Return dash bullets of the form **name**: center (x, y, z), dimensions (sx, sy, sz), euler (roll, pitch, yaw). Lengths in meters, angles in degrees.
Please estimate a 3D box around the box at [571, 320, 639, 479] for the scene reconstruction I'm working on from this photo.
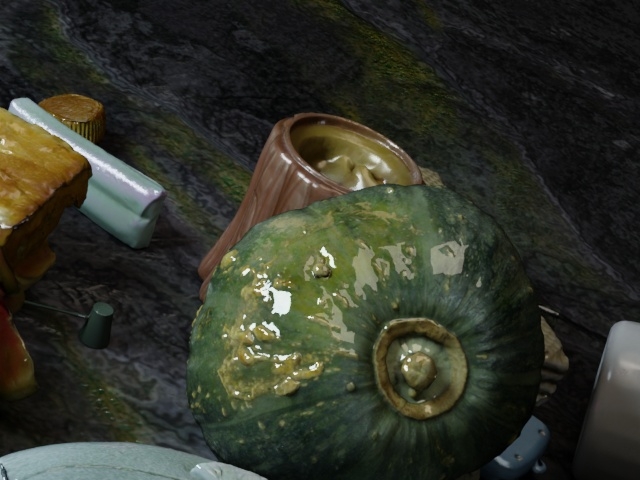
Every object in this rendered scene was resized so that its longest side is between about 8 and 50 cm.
- **box**: center (0.391, 0.172, 1.576), dimensions (0.206, 0.291, 0.262), euler (15, -12, 9)

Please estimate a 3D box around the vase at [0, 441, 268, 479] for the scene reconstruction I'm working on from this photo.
- **vase**: center (-0.054, 0.284, 1.150), dimensions (0.445, 0.250, 0.250), euler (12, 33, -25)

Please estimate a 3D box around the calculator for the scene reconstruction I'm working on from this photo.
- **calculator**: center (0.153, 0.186, 1.601), dimensions (0.210, 0.039, 0.121), euler (34, 33, 16)

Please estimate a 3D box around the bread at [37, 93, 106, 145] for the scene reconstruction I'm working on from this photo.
- **bread**: center (-0.296, -0.136, 1.769), dimensions (0.085, 0.053, 0.085), euler (8, 29, -4)

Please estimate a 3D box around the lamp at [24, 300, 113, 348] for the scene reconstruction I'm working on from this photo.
- **lamp**: center (-0.258, 0.077, 1.475), dimensions (0.121, 0.054, 0.041), euler (2, 38, -32)

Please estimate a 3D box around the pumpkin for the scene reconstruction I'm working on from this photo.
- **pumpkin**: center (0.033, 0.097, 1.391), dimensions (0.327, 0.291, 0.257), euler (-7, -1, -16)

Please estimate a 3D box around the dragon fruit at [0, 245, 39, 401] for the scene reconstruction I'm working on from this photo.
- **dragon fruit**: center (-0.397, 0.033, 1.303), dimensions (0.243, 0.307, 0.227), euler (-9, 43, 7)

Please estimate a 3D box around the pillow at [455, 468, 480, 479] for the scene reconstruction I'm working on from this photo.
- **pillow**: center (0.077, 0.257, 1.436), dimensions (0.093, 0.051, 0.241), euler (26, 34, 16)

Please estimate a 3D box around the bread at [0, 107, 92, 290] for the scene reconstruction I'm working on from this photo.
- **bread**: center (-0.411, -0.071, 1.508), dimensions (0.344, 0.149, 0.195), euler (31, 43, 9)

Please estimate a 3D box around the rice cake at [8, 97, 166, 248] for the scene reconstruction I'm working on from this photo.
- **rice cake**: center (-0.271, -0.080, 1.677), dimensions (0.221, 0.080, 0.042), euler (34, 36, 17)

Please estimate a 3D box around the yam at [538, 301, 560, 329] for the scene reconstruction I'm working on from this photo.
- **yam**: center (0.230, 0.074, 1.837), dimensions (0.129, 0.033, 0.027), euler (23, 58, 7)

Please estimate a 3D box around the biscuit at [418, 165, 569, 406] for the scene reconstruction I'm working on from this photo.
- **biscuit**: center (0.140, 0.031, 1.746), dimensions (0.144, 0.078, 0.426), euler (15, 25, -27)

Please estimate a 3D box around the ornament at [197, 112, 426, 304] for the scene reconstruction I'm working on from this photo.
- **ornament**: center (0.000, 0.000, 1.605), dimensions (0.221, 0.217, 0.235), euler (29, 30, 7)
